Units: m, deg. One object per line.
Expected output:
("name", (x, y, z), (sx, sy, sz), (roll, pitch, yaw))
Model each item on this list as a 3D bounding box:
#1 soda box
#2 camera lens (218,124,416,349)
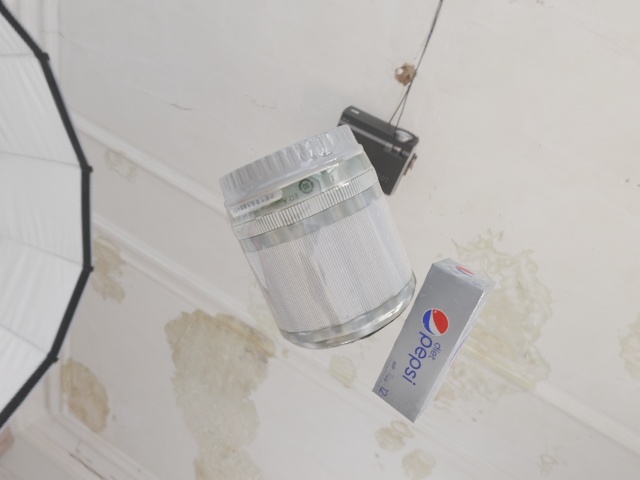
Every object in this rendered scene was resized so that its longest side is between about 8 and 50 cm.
("soda box", (0.203, 0.180, 0.739), (0.098, 0.091, 0.286), (30, -69, 30))
("camera lens", (0.000, 0.000, 0.594), (0.219, 0.219, 0.274), (-17, -77, 31))
